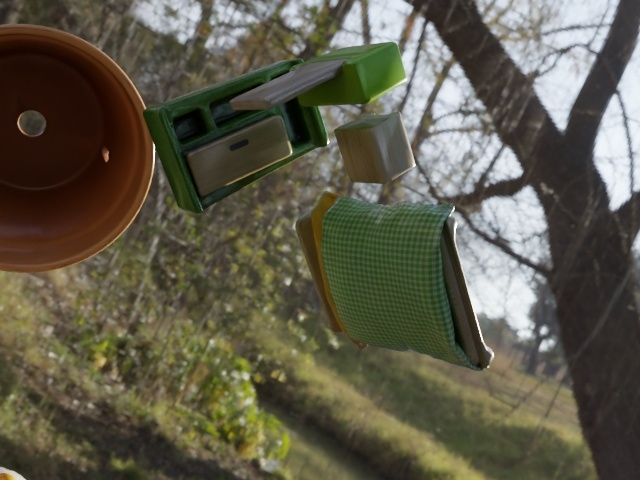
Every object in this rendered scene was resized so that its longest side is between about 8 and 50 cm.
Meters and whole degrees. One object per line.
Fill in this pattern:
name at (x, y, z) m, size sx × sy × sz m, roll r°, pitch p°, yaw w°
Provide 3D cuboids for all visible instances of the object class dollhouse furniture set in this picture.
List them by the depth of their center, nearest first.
dollhouse furniture set at (0.000, 0.000, 0.783) m, size 0.198 × 0.151 × 0.301 m, roll 10°, pitch -56°, yaw 56°

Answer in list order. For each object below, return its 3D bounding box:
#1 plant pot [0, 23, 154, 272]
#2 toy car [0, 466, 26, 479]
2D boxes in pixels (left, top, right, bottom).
plant pot at (-0.360, -0.130, 1.118) m, size 0.291 × 0.290 × 0.203 m, roll 29°, pitch 9°, yaw -22°
toy car at (-0.382, 0.290, 0.973) m, size 0.238 × 0.210 × 0.219 m, roll 5°, pitch 34°, yaw -47°
